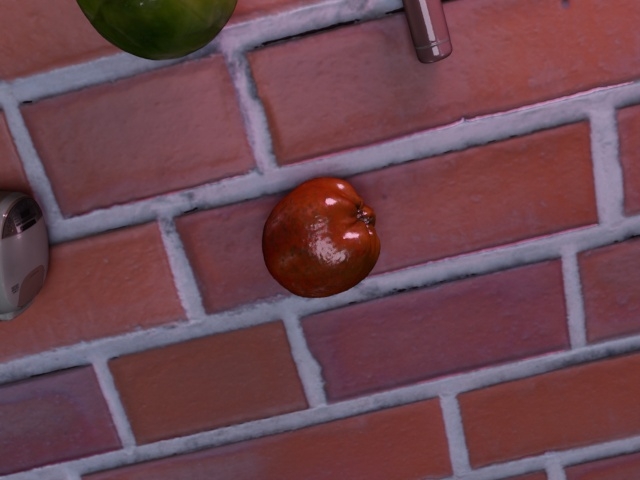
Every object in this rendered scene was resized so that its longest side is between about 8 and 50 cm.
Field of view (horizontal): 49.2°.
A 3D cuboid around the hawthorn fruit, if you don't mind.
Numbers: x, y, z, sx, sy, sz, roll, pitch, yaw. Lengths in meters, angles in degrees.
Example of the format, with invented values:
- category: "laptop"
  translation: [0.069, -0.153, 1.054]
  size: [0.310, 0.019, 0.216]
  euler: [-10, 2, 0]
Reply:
- category: "hawthorn fruit"
  translation: [0.000, 0.000, 1.056]
  size: [0.189, 0.189, 0.189]
  euler: [-1, 111, -3]

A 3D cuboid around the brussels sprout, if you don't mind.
- category: "brussels sprout"
  translation: [-0.202, -0.355, 0.891]
  size: [0.244, 0.244, 0.244]
  euler: [-1, 111, -3]

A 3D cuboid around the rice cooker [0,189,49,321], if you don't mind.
- category: "rice cooker"
  translation: [-0.487, 0.021, 1.050]
  size: [0.127, 0.145, 0.206]
  euler: [18, 113, 3]

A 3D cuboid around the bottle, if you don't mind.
- category: "bottle"
  translation: [0.148, -0.325, 0.995]
  size: [0.053, 0.053, 0.140]
  euler: [-18, 110, 4]
